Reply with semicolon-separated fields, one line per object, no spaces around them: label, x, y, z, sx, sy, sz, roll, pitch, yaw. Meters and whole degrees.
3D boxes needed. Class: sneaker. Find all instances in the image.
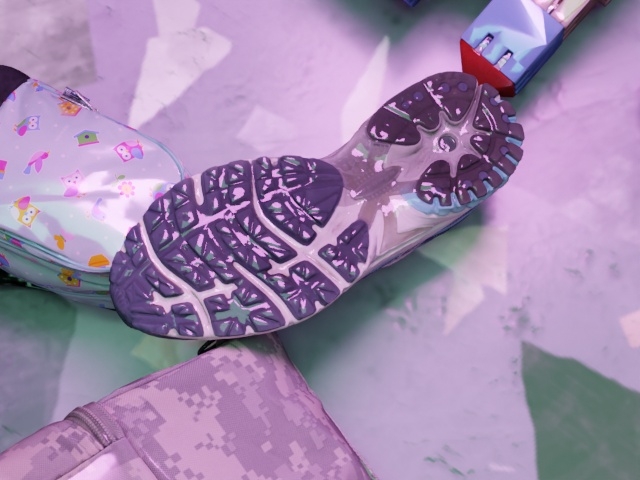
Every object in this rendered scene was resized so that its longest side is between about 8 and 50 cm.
sneaker;0.000;0.000;0.816;0.283;0.122;0.110;-23;74;-19

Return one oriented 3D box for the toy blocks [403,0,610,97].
toy blocks;0.099;-0.273;0.878;0.381;0.191;0.261;43;94;9

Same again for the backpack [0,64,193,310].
backpack;-0.169;-0.025;0.850;0.182;0.115;0.152;25;77;5

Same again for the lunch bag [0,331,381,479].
lunch bag;-0.046;0.219;0.745;0.256;0.212;0.305;-32;77;-29
